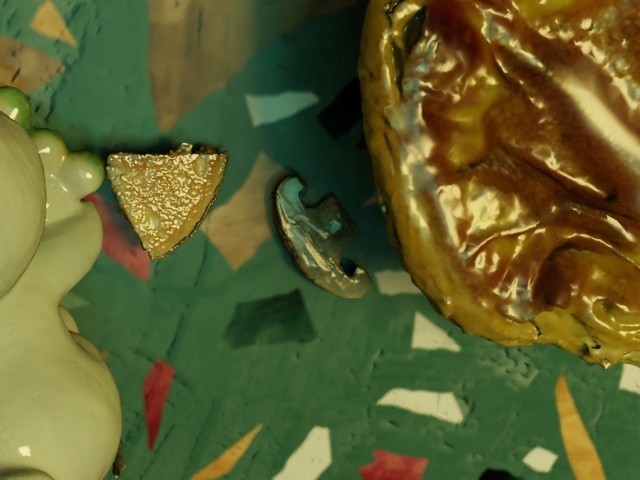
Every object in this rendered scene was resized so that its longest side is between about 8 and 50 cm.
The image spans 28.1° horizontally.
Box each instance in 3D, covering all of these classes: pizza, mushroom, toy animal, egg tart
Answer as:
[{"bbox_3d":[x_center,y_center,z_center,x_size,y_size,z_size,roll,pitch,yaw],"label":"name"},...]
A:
[{"bbox_3d":[-0.102,-0.037,0.797,0.078,0.025,0.083,37,89,-27],"label":"pizza"},{"bbox_3d":[0.000,0.000,0.839,0.049,0.019,0.101,-37,114,-1],"label":"mushroom"},{"bbox_3d":[-0.220,0.033,0.684,0.182,0.247,0.310,-6,124,5],"label":"toy animal"},{"bbox_3d":[0.179,-0.091,0.778,0.351,0.153,0.340,1,108,-18],"label":"egg tart"}]
